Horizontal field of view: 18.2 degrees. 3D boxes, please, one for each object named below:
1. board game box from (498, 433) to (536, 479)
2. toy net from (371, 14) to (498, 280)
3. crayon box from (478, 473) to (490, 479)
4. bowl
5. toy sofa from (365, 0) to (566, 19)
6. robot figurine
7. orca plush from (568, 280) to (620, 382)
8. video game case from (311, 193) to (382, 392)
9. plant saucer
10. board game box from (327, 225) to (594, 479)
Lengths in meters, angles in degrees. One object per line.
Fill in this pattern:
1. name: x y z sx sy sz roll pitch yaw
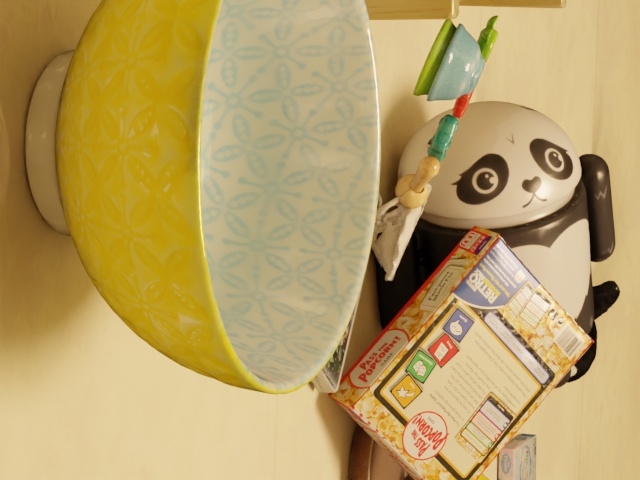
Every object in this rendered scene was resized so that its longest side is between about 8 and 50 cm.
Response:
1. board game box: 0.215 0.264 2.189 0.090 0.020 0.090 -13 105 -69
2. toy net: 0.084 -0.078 1.657 0.122 0.045 0.232 -61 174 -67
3. crayon box: 0.173 0.361 1.876 0.318 0.081 0.202 45 40 -31
4. bowl: -0.083 -0.057 1.203 0.289 0.156 0.289 3 90 -69
5. toy sofa: 0.093 -0.273 1.641 0.362 0.150 0.177 -19 111 -67
6. robot figurine: 0.161 0.012 1.810 0.209 0.173 0.278 -52 140 -56
7. orca plush: 0.290 0.036 2.243 0.151 0.102 0.287 -37 126 -63
8. video game case: 0.000 0.000 1.609 0.173 0.022 0.190 60 37 -53
9. plant saucer: 0.060 0.201 1.773 0.168 0.029 0.168 2 90 -69
10. board game box: 0.121 0.108 1.695 0.193 0.045 0.147 -48 117 -10
